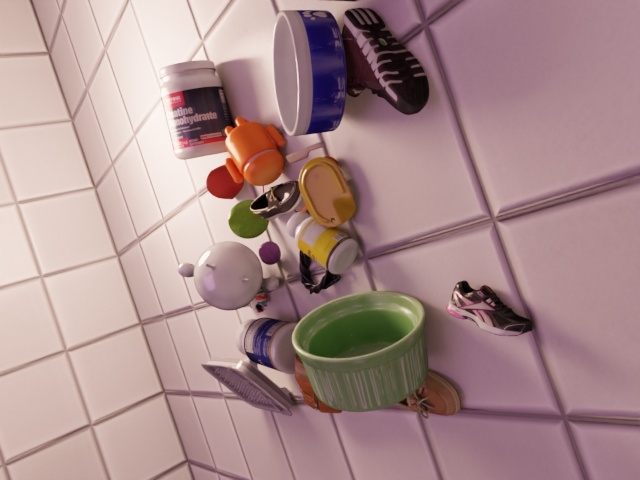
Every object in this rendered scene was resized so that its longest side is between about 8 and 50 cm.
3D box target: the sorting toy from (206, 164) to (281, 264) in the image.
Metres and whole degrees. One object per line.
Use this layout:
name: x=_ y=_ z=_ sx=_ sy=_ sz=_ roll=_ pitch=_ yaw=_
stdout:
sorting toy: x=-0.231 y=-0.068 z=1.688 sx=0.366 sy=0.127 sz=0.126 roll=56 pitch=170 yaw=16

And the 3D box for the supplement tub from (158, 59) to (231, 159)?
supplement tub: x=-0.380 y=-0.395 z=1.635 sx=0.191 sy=0.191 sz=0.272 roll=2 pitch=107 yaw=52

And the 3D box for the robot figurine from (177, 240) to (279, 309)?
robot figurine: x=-0.276 y=0.112 z=1.619 sx=0.353 sy=0.299 sz=0.200 roll=133 pitch=144 yaw=-79

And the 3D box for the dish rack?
dish rack: x=-0.250 y=0.495 z=1.872 sx=0.285 sy=0.072 sz=0.333 roll=45 pitch=149 yaw=-20

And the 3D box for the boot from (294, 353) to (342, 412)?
boot: x=0.049 y=0.436 z=1.513 sx=0.283 sy=0.109 sz=0.220 roll=14 pitch=133 yaw=23

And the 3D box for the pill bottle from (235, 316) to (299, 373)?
pill bottle: x=-0.152 y=0.322 z=1.680 sx=0.264 sy=0.153 sz=0.153 roll=-1 pitch=104 yaw=53

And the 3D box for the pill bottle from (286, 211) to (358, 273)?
pill bottle: x=0.000 y=0.000 z=1.373 sx=0.184 sy=0.103 sz=0.103 roll=35 pitch=131 yaw=32

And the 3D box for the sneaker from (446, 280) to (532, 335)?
sneaker: x=0.328 y=0.130 z=1.049 sx=0.178 sy=0.072 sz=0.077 roll=18 pitch=108 yaw=41

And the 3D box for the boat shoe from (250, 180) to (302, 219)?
boat shoe: x=-0.125 y=-0.115 z=1.507 sx=0.227 sy=0.068 sz=0.081 roll=-28 pitch=51 yaw=53

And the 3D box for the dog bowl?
dog bowl: x=-0.031 y=-0.370 z=1.187 sx=0.265 sy=0.104 sz=0.265 roll=172 pitch=90 yaw=-76

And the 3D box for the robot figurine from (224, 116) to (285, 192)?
robot figurine: x=-0.185 y=-0.243 z=1.501 sx=0.219 sy=0.158 sz=0.128 roll=57 pitch=157 yaw=19

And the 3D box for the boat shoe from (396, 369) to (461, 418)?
boat shoe: x=0.206 y=0.365 z=1.287 sx=0.285 sy=0.089 sz=0.105 roll=1 pitch=105 yaw=52

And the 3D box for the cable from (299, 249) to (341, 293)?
cable: x=-0.017 y=0.069 z=1.485 sx=0.184 sy=0.047 sz=0.151 roll=-37 pitch=75 yaw=53

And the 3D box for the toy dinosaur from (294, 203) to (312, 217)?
toy dinosaur: x=-0.033 y=-0.081 z=1.421 sx=0.082 sy=0.090 sz=0.047 roll=37 pitch=-142 yaw=-75

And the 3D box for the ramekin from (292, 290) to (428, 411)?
ramekin: x=0.099 y=0.248 z=1.212 sx=0.303 sy=0.303 sz=0.148 roll=9 pitch=119 yaw=50

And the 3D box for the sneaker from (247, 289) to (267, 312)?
sneaker: x=-0.228 y=0.216 z=1.812 sx=0.161 sy=0.057 sz=0.075 roll=-37 pitch=70 yaw=49

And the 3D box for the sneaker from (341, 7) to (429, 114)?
sneaker: x=0.115 y=-0.334 z=1.114 sx=0.281 sy=0.106 sz=0.162 roll=65 pitch=151 yaw=23

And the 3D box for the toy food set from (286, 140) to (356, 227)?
toy food set: x=0.018 y=-0.140 z=1.343 sx=0.128 sy=0.071 sz=0.218 roll=-26 pitch=85 yaw=29
